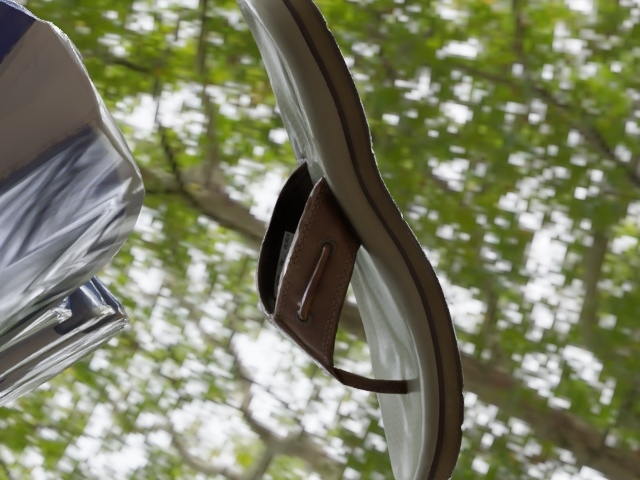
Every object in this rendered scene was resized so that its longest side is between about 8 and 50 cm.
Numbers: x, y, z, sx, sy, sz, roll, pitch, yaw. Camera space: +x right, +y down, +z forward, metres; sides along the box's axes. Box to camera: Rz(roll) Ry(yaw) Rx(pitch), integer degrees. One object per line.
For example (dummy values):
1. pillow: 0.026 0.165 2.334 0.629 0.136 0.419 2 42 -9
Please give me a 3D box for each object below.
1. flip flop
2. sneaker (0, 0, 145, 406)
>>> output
1. flip flop: 0.000 0.000 0.972 0.080 0.112 0.277 -22 -81 -11
2. sneaker: -0.158 -0.035 0.648 0.127 0.315 0.182 -32 -96 -12
